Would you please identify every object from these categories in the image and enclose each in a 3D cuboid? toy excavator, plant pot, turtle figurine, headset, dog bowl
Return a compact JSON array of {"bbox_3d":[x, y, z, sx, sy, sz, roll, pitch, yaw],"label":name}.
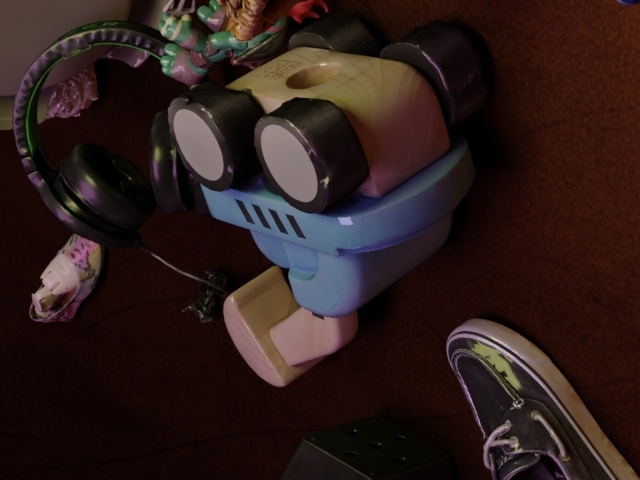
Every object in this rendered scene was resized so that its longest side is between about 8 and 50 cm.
[{"bbox_3d":[0.000,0.000,1.667,0.433,0.222,0.445,16,130,49],"label":"toy excavator"},{"bbox_3d":[0.053,0.309,1.793,0.188,0.187,0.167,24,115,43],"label":"plant pot"},{"bbox_3d":[-0.090,-0.239,1.667,0.118,0.175,0.234,59,156,-4],"label":"turtle figurine"},{"bbox_3d":[-0.208,-0.079,1.886,0.243,0.185,0.394,-21,104,12],"label":"headset"},{"bbox_3d":[-0.352,-0.280,1.837,0.102,0.348,0.349,62,147,28],"label":"dog bowl"}]

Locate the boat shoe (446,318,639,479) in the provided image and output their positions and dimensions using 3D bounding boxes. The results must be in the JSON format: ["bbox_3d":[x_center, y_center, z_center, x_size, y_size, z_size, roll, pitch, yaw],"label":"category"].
[{"bbox_3d":[0.215,0.211,1.577,0.301,0.102,0.108,53,143,17],"label":"boat shoe"}]

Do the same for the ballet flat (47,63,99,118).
[{"bbox_3d":[-0.386,-0.346,2.005,0.147,0.147,0.409,9,116,50],"label":"ballet flat"}]

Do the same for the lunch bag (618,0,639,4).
[{"bbox_3d":[0.247,-0.243,1.300,0.098,0.067,0.065,41,138,32],"label":"lunch bag"}]

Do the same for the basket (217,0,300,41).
[{"bbox_3d":[0.006,-0.350,1.347,0.213,0.299,0.223,-25,104,37],"label":"basket"}]

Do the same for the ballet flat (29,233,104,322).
[{"bbox_3d":[-0.380,0.064,2.282,0.077,0.079,0.221,56,144,14],"label":"ballet flat"}]
